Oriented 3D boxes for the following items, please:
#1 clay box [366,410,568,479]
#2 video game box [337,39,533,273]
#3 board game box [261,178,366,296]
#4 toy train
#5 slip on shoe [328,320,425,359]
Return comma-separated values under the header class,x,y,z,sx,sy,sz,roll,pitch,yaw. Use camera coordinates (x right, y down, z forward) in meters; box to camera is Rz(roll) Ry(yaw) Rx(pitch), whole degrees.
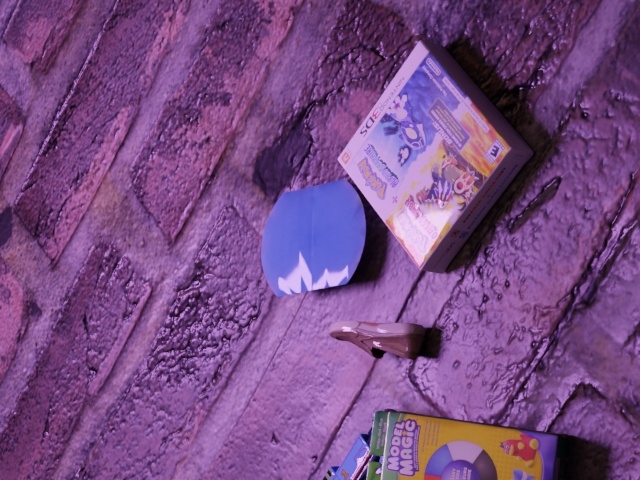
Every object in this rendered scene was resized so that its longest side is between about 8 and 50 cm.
class,x,y,z,sx,sy,sz,roll,pitch,yaw
clay box,0.148,0.256,1.873,0.222,0.053,0.127,5,87,22
video game box,0.128,-0.098,2.012,0.187,0.048,0.205,-57,49,26
board game box,0.000,0.000,2.137,0.169,0.033,0.133,-12,70,39
toy train,0.063,0.276,1.996,0.105,0.080,0.184,49,118,45
slip on shoe,0.064,0.118,2.041,0.135,0.051,0.041,0,81,38
